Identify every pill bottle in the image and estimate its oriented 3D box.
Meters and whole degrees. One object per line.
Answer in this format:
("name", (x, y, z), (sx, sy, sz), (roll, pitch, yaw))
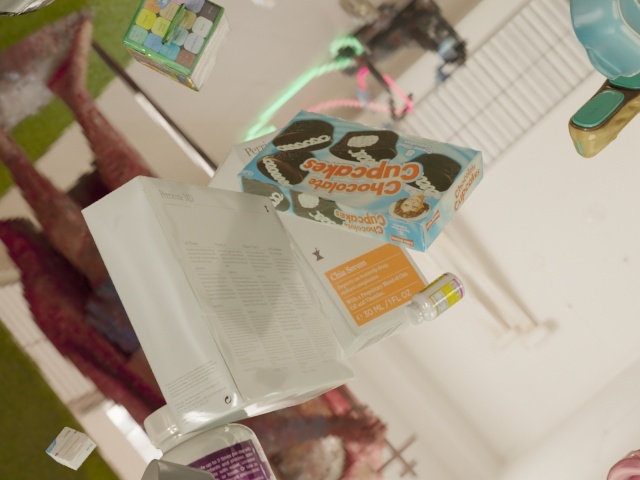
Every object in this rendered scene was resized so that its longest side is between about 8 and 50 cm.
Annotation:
("pill bottle", (-0.145, 0.377, 1.759), (0.169, 0.301, 0.169), (-25, 166, -7))
("pill bottle", (0.153, 0.080, 1.608), (0.083, 0.043, 0.043), (-33, 170, -26))

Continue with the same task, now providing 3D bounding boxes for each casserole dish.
("casserole dish", (0.250, -0.221, 0.956), (0.037, 0.188, 0.114), (-4, 160, 46))

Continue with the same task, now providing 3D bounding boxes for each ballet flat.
("ballet flat", (0.446, -0.204, 1.765), (0.232, 0.080, 0.073), (-38, 134, -23))

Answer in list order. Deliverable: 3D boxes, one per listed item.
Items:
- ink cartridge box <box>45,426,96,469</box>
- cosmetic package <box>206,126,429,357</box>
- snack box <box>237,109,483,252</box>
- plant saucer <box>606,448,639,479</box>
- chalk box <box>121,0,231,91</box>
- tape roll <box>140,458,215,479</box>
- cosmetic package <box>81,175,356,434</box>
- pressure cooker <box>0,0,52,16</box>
("ink cartridge box", (-0.361, 0.305, 1.744), (0.083, 0.028, 0.048), (5, -129, 54))
("cosmetic package", (0.000, 0.000, 2.365), (0.230, 0.453, 0.161), (-25, 164, -35))
("snack box", (0.059, -0.095, 1.785), (0.187, 0.322, 0.060), (-49, 143, -37))
("plant saucer", (0.444, 0.334, 1.223), (0.084, 0.332, 0.332), (-39, 173, -16))
("chalk box", (-0.241, -0.348, 1.990), (0.132, 0.132, 0.213), (-63, 178, -3))
("tape roll", (-0.185, 0.368, 1.385), (0.219, 0.072, 0.219), (-165, -90, -76))
("cosmetic package", (-0.111, 0.075, 1.480), (0.097, 0.284, 0.377), (-27, 169, 18))
("pressure cooker", (-0.410, -0.564, 1.731), (0.420, 0.375, 0.370), (-27, 180, 39))
